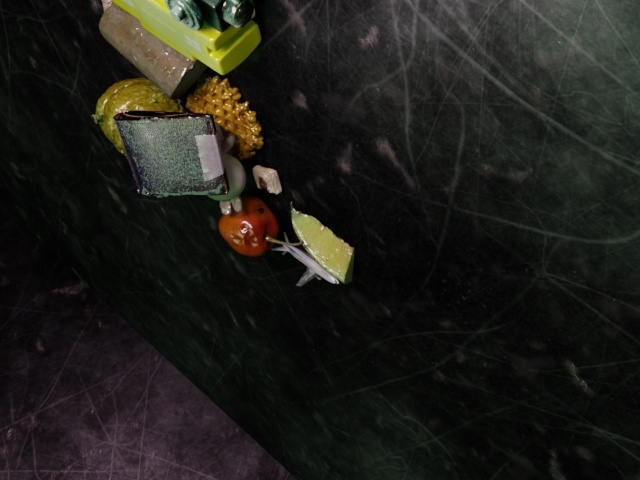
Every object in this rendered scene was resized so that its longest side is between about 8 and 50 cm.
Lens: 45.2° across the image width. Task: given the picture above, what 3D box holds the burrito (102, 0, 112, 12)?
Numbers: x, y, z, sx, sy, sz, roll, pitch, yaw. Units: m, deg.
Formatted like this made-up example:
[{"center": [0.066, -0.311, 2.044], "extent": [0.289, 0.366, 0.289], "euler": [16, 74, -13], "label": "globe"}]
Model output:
[{"center": [-0.543, -0.573, 2.046], "extent": [0.188, 0.045, 0.058], "euler": [91, 154, -52], "label": "burrito"}]

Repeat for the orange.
[{"center": [-0.448, -0.300, 2.056], "extent": [0.301, 0.223, 0.300], "euler": [49, 176, -6], "label": "orange"}]

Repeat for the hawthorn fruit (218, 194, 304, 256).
[{"center": [-0.147, -0.015, 2.072], "extent": [0.285, 0.165, 0.165], "euler": [26, 143, 33], "label": "hawthorn fruit"}]

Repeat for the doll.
[{"center": [-0.266, -0.199, 1.962], "extent": [0.155, 0.113, 0.275], "euler": [-9, 123, 28], "label": "doll"}]

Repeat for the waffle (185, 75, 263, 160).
[{"center": [-0.241, -0.308, 1.962], "extent": [0.228, 0.051, 0.232], "euler": [57, 148, -9], "label": "waffle"}]

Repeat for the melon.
[{"center": [0.000, -0.001, 1.998], "extent": [0.262, 0.053, 0.114], "euler": [47, 127, 9], "label": "melon"}]

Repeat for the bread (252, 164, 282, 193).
[{"center": [-0.141, -0.161, 2.014], "extent": [0.083, 0.035, 0.070], "euler": [25, 141, 38], "label": "bread"}]

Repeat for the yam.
[{"center": [-0.392, -0.471, 1.862], "extent": [0.268, 0.161, 0.161], "euler": [41, 149, 10], "label": "yam"}]

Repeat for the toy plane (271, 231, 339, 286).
[{"center": [-0.030, 0.057, 2.100], "extent": [0.226, 0.058, 0.226], "euler": [27, 132, 25], "label": "toy plane"}]

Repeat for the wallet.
[{"center": [-0.359, -0.213, 1.879], "extent": [0.262, 0.071, 0.220], "euler": [4, 124, 19], "label": "wallet"}]

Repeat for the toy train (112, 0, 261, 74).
[{"center": [-0.312, -0.536, 1.652], "extent": [0.442, 0.179, 0.272], "euler": [36, 163, 20], "label": "toy train"}]
